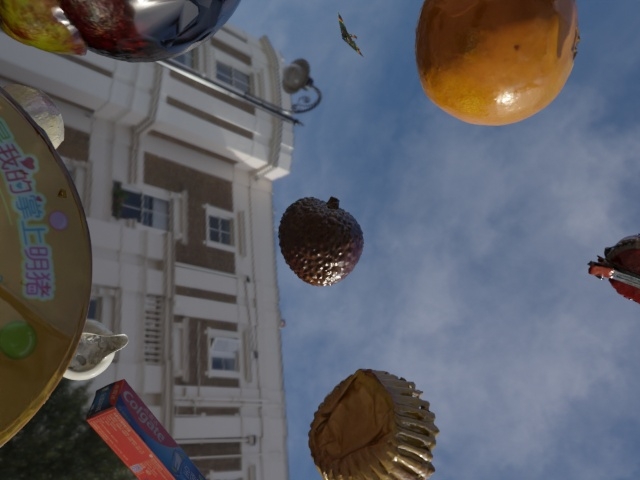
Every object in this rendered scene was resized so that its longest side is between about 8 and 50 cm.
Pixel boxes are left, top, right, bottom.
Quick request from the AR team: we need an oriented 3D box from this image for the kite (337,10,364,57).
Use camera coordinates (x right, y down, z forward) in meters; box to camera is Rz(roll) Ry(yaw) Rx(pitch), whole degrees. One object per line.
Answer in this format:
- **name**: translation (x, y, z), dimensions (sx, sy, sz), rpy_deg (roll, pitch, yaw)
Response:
- **kite**: translation (0.064, -0.471, 1.367), dimensions (0.004, 0.122, 0.090), rpy_deg (-37, -155, -7)

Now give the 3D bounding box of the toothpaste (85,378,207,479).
- **toothpaste**: translation (-0.315, 0.403, 1.117), dimensions (0.066, 0.320, 0.076), rpy_deg (-22, -152, 8)

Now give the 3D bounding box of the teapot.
- **teapot**: translation (-0.575, 0.261, 1.407), dimensions (0.092, 0.226, 0.145), rpy_deg (6, -64, 66)

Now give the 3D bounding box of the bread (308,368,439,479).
- **bread**: translation (0.085, 0.377, 1.143), dimensions (0.274, 0.149, 0.274), rpy_deg (-24, -128, 35)

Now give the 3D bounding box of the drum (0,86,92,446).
- **drum**: translation (-0.440, 0.028, 0.515), dimensions (0.214, 0.431, 0.431), rpy_deg (-18, -115, 37)

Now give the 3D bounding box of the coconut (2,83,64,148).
- **coconut**: translation (-0.407, -0.156, 0.804), dimensions (0.110, 0.110, 0.124), rpy_deg (-37, -170, 32)

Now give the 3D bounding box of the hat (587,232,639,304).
- **hat**: translation (0.558, 0.011, 1.005), dimensions (0.140, 0.227, 0.128), rpy_deg (7, -53, 37)

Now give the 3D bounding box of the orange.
- **orange**: translation (0.322, -0.369, 1.102), dimensions (0.312, 0.312, 0.312), rpy_deg (-16, -113, 42)

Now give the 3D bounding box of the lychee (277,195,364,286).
- **lychee**: translation (0.000, 0.000, 1.686), dimensions (0.261, 0.261, 0.260), rpy_deg (-16, -113, 42)

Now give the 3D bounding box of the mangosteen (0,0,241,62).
- **mangosteen**: translation (-0.141, -0.212, 0.392), dimensions (0.210, 0.210, 0.209), rpy_deg (-16, -113, 42)
